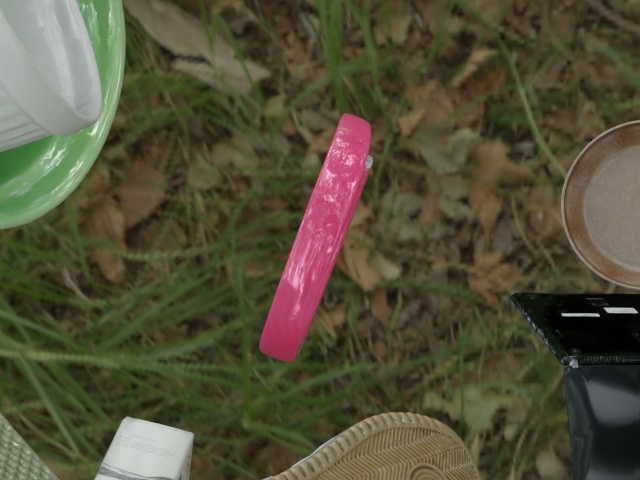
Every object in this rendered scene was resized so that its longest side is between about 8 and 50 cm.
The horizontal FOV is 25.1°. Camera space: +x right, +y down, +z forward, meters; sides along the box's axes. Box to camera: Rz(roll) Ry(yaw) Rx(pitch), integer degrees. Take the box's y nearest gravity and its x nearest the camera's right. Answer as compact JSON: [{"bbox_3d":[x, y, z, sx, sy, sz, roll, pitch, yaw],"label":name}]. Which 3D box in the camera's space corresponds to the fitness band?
[{"bbox_3d":[0.000,0.000,1.602,0.054,0.209,0.291,19,115,1],"label":"fitness band"}]

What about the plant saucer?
[{"bbox_3d":[0.379,-0.039,1.659,0.198,0.036,0.199,-2,81,13],"label":"plant saucer"}]

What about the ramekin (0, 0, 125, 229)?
[{"bbox_3d":[-0.327,-0.171,1.312,0.148,0.303,0.303,12,68,28],"label":"ramekin"}]

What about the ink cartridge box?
[{"bbox_3d":[-0.215,0.329,1.604,0.092,0.159,0.218,11,33,3],"label":"ink cartridge box"}]

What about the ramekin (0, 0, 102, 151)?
[{"bbox_3d":[-0.220,-0.142,0.828,0.109,0.207,0.207,-23,65,6],"label":"ramekin"}]

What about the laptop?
[{"bbox_3d":[0.343,0.167,1.527,0.234,0.137,0.264,1,22,-13],"label":"laptop"}]

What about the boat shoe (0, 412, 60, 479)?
[{"bbox_3d":[-0.349,0.292,1.424,0.500,0.187,0.156,44,102,30],"label":"boat shoe"}]

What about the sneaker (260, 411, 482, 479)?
[{"bbox_3d":[-0.020,0.202,0.975,0.153,0.282,0.099,-36,74,40],"label":"sneaker"}]
